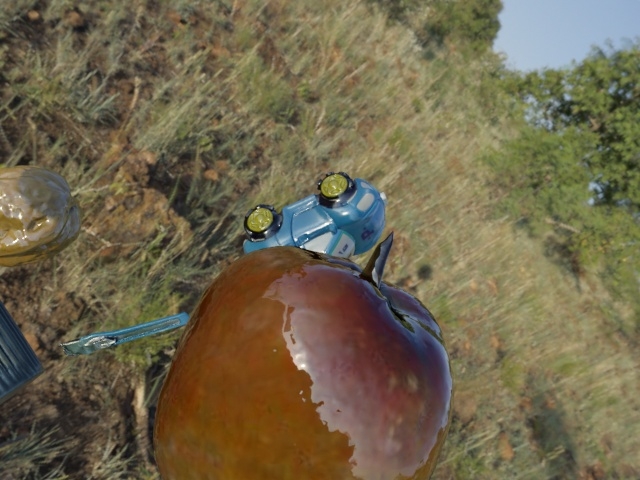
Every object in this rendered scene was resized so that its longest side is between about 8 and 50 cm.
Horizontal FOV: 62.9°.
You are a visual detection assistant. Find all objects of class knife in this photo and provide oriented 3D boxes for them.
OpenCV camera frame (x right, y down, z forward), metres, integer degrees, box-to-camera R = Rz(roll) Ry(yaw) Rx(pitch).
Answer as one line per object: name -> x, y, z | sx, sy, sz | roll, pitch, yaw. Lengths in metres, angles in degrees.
knife -> -0.454, 0.218, 1.223 | 0.026, 0.297, 0.044 | -141, -143, -73

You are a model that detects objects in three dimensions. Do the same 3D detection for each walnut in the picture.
walnut -> -0.672, -0.049, 1.160 | 0.224, 0.257, 0.257 | 79, -2, -46

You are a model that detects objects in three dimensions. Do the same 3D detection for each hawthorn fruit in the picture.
hawthorn fruit -> -0.007, 0.123, 0.486 | 0.268, 0.300, 0.268 | 18, 14, -5

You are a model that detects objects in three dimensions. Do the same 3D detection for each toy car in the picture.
toy car -> 0.000, 0.000, 1.060 | 0.198, 0.314, 0.166 | 62, 5, -58

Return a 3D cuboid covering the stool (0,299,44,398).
stool -> -0.977, 0.310, 1.448 | 0.330, 0.297, 0.297 | 54, 21, -2
